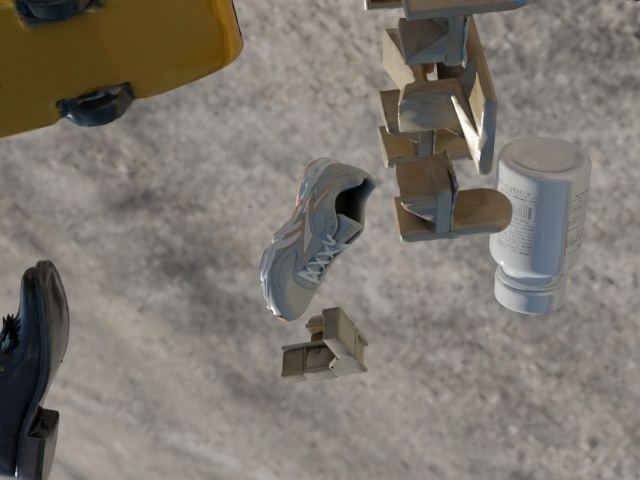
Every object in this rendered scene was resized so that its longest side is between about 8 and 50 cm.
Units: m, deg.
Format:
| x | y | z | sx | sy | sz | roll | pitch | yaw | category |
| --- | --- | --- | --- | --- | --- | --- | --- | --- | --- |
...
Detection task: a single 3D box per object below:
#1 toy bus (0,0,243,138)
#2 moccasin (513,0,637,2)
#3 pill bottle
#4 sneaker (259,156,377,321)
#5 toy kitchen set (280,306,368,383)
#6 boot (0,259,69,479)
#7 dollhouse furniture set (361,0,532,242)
| x | y | z | sx | sy | sz | roll | pitch | yaw | category |
| --- | --- | --- | --- | --- | --- | --- | --- | --- | --- |
| -0.223 | -0.136 | 0.960 | 0.108 | 0.333 | 0.130 | 76 | 178 | -48 | toy bus |
| 0.157 | -0.258 | 1.170 | 0.342 | 0.117 | 0.138 | 19 | 138 | -26 | moccasin |
| 0.305 | -0.019 | 2.093 | 0.131 | 0.131 | 0.229 | 27 | 129 | 37 | pill bottle |
| 0.000 | 0.000 | 2.229 | 0.099 | 0.262 | 0.121 | 25 | 172 | -40 | sneaker |
| -0.005 | 0.085 | 1.406 | 0.083 | 0.068 | 0.075 | -11 | 145 | 20 | toy kitchen set |
| -0.382 | 0.136 | 1.516 | 0.229 | 0.263 | 0.091 | 8 | -170 | 1 | boot |
| 0.196 | -0.262 | 1.783 | 0.362 | 0.256 | 0.394 | 88 | 175 | -48 | dollhouse furniture set |
